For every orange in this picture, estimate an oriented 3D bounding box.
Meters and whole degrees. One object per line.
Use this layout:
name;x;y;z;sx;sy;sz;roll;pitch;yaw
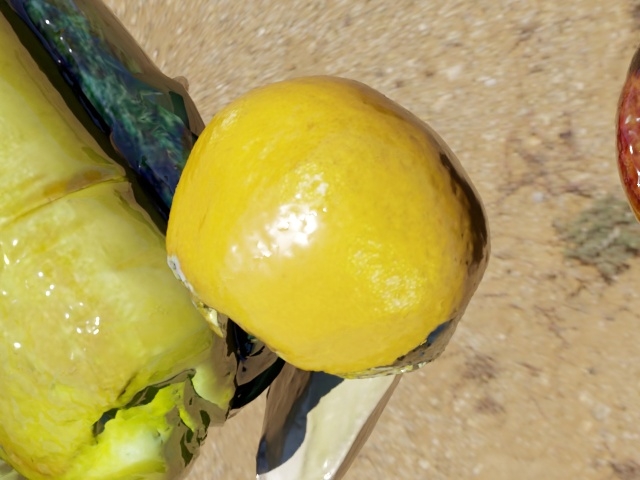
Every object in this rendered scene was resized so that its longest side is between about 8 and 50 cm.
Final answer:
orange;0.000;0.000;0.652;0.134;0.156;0.156;-32;97;-16

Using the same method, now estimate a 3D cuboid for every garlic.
garlic;0.010;0.102;1.017;0.087;0.101;0.195;28;105;-4

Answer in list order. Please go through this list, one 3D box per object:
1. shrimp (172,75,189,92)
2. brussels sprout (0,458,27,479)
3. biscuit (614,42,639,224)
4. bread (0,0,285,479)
shrimp;-0.132;-0.025;1.090;0.048;0.126;0.223;13;67;-4
brussels sprout;-0.221;0.392;1.101;0.342;0.361;0.425;-37;137;-13
biscuit;0.243;-0.056;0.710;0.192;0.049;0.192;-3;81;17
bread;-0.187;-0.010;0.926;0.376;0.208;0.251;50;128;13
